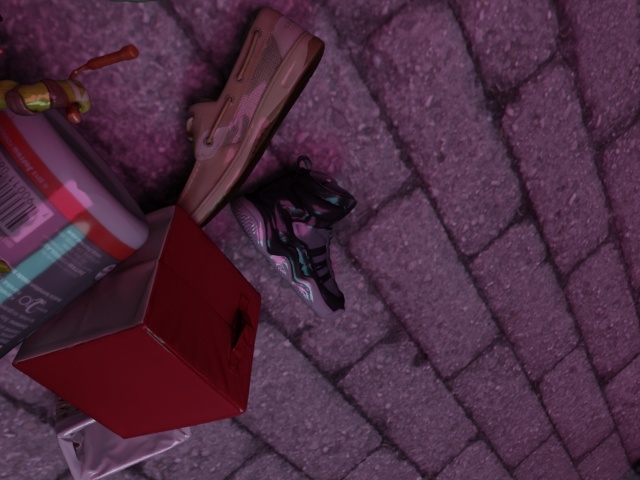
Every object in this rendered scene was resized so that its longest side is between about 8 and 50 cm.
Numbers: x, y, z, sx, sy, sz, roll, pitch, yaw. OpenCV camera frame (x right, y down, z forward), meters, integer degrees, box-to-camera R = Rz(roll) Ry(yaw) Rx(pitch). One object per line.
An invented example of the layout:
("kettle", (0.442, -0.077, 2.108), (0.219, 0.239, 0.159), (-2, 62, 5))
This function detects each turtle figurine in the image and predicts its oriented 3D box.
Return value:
("turtle figurine", (-0.285, -0.082, 0.508), (0.269, 0.218, 0.087), (-3, 164, 5))

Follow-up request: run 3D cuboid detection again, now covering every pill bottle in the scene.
("pill bottle", (-0.378, 0.028, 0.645), (0.363, 0.210, 0.210), (-39, 130, -5))

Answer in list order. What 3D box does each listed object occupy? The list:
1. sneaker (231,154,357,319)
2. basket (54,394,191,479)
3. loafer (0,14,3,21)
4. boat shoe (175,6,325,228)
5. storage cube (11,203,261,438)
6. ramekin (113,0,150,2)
("sneaker", (0.000, 0.000, 0.922), (0.153, 0.101, 0.269), (-39, 127, -2))
("basket", (-0.284, 0.245, 0.899), (0.167, 0.103, 0.113), (-19, 125, -21))
("loafer", (-0.393, -0.146, 0.619), (0.078, 0.076, 0.223), (29, 96, -30))
("boat shoe", (-0.114, -0.140, 0.786), (0.098, 0.109, 0.302), (34, 104, -3))
("storage cube", (-0.206, 0.102, 0.767), (0.214, 0.184, 0.193), (-18, 133, 21))
("ramekin", (-0.189, -0.365, 0.565), (0.303, 0.148, 0.304), (-15, 124, -23))
